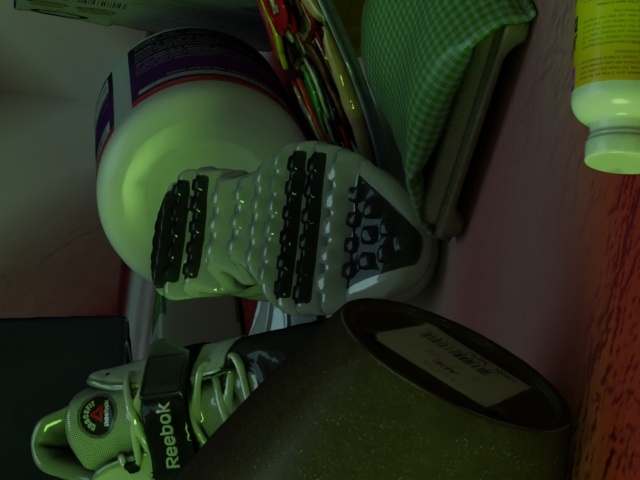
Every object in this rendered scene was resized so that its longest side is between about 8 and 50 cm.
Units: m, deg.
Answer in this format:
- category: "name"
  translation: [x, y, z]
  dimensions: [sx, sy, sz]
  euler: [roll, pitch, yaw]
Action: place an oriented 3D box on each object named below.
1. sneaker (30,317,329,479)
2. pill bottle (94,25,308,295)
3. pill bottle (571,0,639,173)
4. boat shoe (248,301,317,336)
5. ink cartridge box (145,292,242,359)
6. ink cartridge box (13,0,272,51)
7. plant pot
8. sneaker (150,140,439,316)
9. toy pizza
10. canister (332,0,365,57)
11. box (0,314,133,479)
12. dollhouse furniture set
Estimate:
- category: "sneaker"
  translation: [-0.094, 0.133, 1.230]
  dimensions: [0.330, 0.146, 0.122]
  euler: [-26, 66, 51]
- category: "pill bottle"
  translation: [-0.107, -0.083, 1.542]
  dimensions: [0.323, 0.182, 0.181]
  euler: [-110, 29, -70]
- category: "pill bottle"
  translation: [0.118, -0.069, 0.672]
  dimensions: [0.043, 0.043, 0.083]
  euler: [134, 142, -73]
- category: "boat shoe"
  translation: [-0.055, 0.134, 1.371]
  dimensions: [0.095, 0.084, 0.258]
  euler: [168, 109, -79]
- category: "ink cartridge box"
  translation: [-0.138, 0.167, 1.800]
  dimensions: [0.153, 0.087, 0.208]
  euler: [-102, 21, -62]
- category: "ink cartridge box"
  translation: [-0.144, -0.278, 1.626]
  dimensions: [0.395, 0.270, 0.151]
  euler: [168, 111, -79]
- category: "plant pot"
  translation: [0.009, 0.149, 0.759]
  dimensions: [0.215, 0.215, 0.230]
  euler: [-111, 44, -69]
- category: "sneaker"
  translation: [0.000, 0.000, 1.131]
  dimensions: [0.292, 0.118, 0.110]
  euler: [4, 82, 60]
- category: "toy pizza"
  translation: [-0.009, -0.122, 1.154]
  dimensions: [0.201, 0.032, 0.201]
  euler: [157, 90, -85]
- category: "canister"
  translation: [0.017, -0.235, 1.271]
  dimensions: [0.126, 0.073, 0.169]
  euler: [-101, 23, -59]
- category: "box"
  translation: [-0.343, 0.413, 1.955]
  dimensions: [0.479, 0.298, 0.471]
  euler: [-94, 1, -45]
- category: "dollhouse furniture set"
  translation: [0.027, -0.176, 0.945]
  dimensions: [0.197, 0.151, 0.301]
  euler: [-96, 16, -51]
